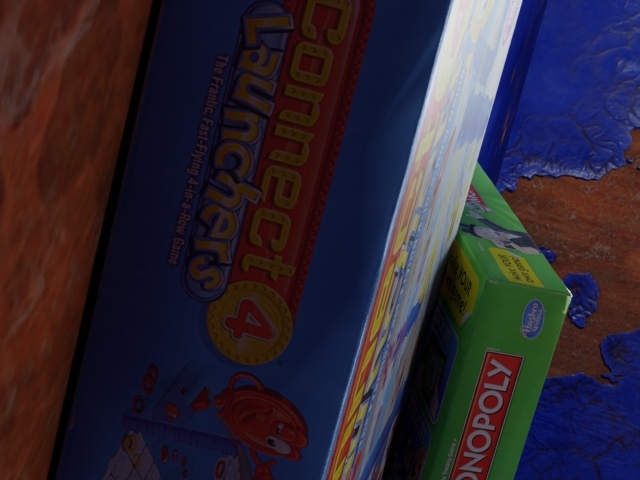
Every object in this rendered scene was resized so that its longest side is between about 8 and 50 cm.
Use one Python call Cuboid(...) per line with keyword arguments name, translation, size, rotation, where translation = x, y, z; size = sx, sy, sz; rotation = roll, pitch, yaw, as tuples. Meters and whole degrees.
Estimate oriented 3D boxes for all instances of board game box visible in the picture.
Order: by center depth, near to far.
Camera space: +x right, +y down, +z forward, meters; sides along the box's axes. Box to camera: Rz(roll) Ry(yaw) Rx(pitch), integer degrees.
Cuboid(name="board game box", translation=(0.000, 0.000, 0.616), size=(0.302, 0.086, 0.308), rotation=(-45, 150, -74))
Cuboid(name="board game box", translation=(0.054, 0.065, 0.882), size=(0.317, 0.046, 0.214), rotation=(-108, -150, -70))
